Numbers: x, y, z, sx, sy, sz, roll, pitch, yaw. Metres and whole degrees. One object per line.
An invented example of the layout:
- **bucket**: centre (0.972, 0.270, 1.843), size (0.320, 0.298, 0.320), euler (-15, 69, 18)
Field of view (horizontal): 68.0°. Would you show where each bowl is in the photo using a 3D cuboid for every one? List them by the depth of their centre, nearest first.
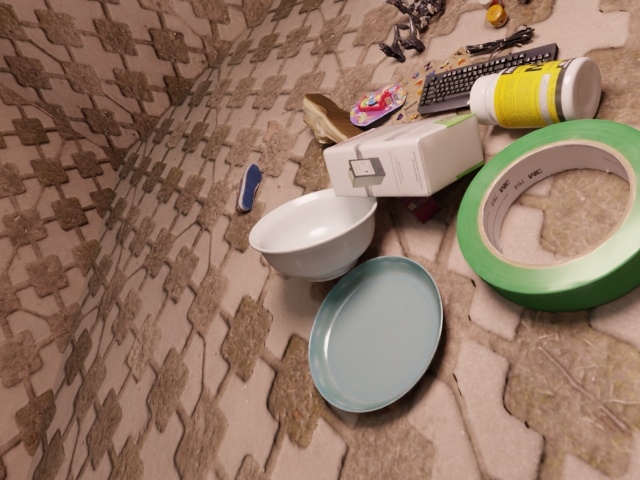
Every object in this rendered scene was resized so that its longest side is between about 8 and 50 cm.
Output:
- **bowl**: centre (0.000, 0.000, 1.073), size (0.297, 0.134, 0.298), euler (-15, 25, 8)

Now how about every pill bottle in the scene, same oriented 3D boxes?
- **pill bottle**: centre (0.401, -0.274, 0.904), size (0.208, 0.119, 0.119), euler (14, 72, 51)

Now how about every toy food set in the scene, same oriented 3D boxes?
- **toy food set**: centre (0.481, -0.628, 1.150), size (0.111, 0.104, 0.232), euler (42, 113, 40)

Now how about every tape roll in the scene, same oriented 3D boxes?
- **tape roll**: centre (0.386, -0.045, 0.775), size (0.321, 0.077, 0.321), euler (-29, 43, 31)

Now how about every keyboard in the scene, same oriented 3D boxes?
- **keyboard**: centre (0.379, -0.398, 1.094), size (0.317, 0.033, 0.202), euler (2, 63, 45)

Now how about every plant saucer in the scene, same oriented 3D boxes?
- **plant saucer**: centre (0.106, 0.179, 0.932), size (0.317, 0.043, 0.318), euler (-28, 44, 30)

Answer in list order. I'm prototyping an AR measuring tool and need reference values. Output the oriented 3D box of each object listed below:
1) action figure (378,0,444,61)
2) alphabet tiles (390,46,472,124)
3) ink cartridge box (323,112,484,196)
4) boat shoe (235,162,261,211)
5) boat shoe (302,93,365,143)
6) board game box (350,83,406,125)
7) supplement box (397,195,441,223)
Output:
- **action figure**: centre (0.267, -0.662, 1.351), size (0.164, 0.141, 0.276), euler (5, 69, 51)
- **alphabet tiles**: centre (0.280, -0.397, 1.232), size (0.237, 0.009, 0.198), euler (-32, 41, 27)
- **ink cartridge box**: centre (0.172, -0.178, 1.014), size (0.198, 0.115, 0.272), euler (-29, 22, -33)
- **boat shoe**: centre (-0.254, -0.179, 1.598), size (0.066, 0.066, 0.183), euler (-17, 50, 41)
- **boat shoe**: centre (0.031, -0.332, 1.391), size (0.302, 0.109, 0.098), euler (51, 139, 42)
- **board game box**: centre (0.150, -0.385, 1.300), size (0.168, 0.033, 0.133), euler (-28, 41, 12)
- **supplement box**: centre (0.211, -0.084, 1.026), size (0.055, 0.043, 0.083), euler (-44, 36, 12)
